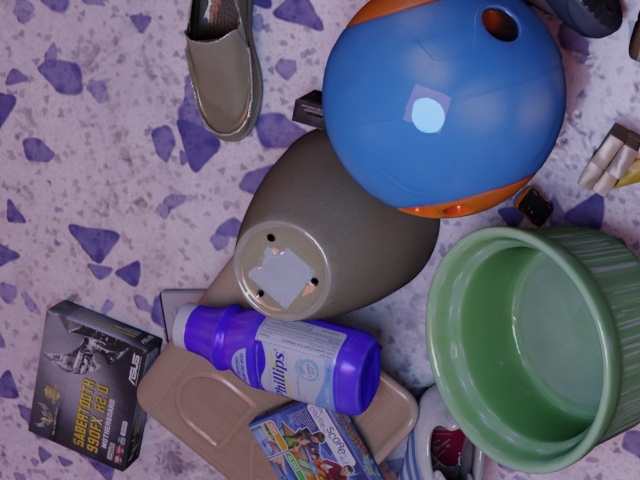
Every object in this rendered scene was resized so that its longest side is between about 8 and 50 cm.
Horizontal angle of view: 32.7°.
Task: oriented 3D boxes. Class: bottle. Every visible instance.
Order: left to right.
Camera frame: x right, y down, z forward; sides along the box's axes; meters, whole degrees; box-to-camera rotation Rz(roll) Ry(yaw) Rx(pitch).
[{"bbox_3d":[-0.062,0.147,1.465,0.283,0.092,0.118,14,131,20],"label":"bottle"}]

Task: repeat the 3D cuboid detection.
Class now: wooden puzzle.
[{"bbox_3d":[-0.065,0.227,1.600,0.348,0.080,0.322,41,119,5],"label":"wooden puzzle"}]

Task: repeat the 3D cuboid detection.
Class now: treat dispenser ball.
[{"bbox_3d":[0.146,-0.169,1.300,0.288,0.288,0.288,6,109,19],"label":"treat dispenser ball"}]

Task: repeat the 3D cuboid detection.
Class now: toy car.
[{"bbox_3d":[0.287,-0.082,1.426,0.040,0.060,0.122,32,102,56],"label":"toy car"}]

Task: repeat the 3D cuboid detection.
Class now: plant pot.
[{"bbox_3d":[0.000,0.000,1.417,0.256,0.274,0.256,6,109,18],"label":"plant pot"}]

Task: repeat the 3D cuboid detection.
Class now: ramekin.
[{"bbox_3d":[0.284,0.123,1.356,0.303,0.148,0.303,17,112,51],"label":"ramekin"}]

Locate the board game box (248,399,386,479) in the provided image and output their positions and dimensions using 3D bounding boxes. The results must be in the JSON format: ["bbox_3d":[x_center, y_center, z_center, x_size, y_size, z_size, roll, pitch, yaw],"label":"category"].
[{"bbox_3d":[0.004,0.316,1.535,0.136,0.035,0.201,-26,97,29],"label":"board game box"}]

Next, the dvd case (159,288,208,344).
[{"bbox_3d":[-0.116,0.160,1.649,0.253,0.022,0.180,-2,106,21],"label":"dvd case"}]

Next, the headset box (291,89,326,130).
[{"bbox_3d":[0.003,-0.173,1.466,0.062,0.083,0.032,17,112,16],"label":"headset box"}]

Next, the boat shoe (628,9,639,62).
[{"bbox_3d":[0.444,-0.315,1.253,0.095,0.095,0.257,23,113,6],"label":"boat shoe"}]

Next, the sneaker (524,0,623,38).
[{"bbox_3d":[0.225,-0.345,1.331,0.319,0.112,0.131,48,133,4],"label":"sneaker"}]

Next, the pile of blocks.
[{"bbox_3d":[0.482,-0.106,1.293,0.362,0.112,0.149,-21,98,25],"label":"pile of blocks"}]

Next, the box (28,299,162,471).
[{"bbox_3d":[-0.362,0.232,1.745,0.183,0.056,0.231,20,112,13],"label":"box"}]

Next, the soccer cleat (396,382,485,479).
[{"bbox_3d":[0.161,0.361,1.529,0.116,0.143,0.331,2,109,-10],"label":"soccer cleat"}]

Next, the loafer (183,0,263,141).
[{"bbox_3d":[-0.141,-0.263,1.486,0.102,0.092,0.268,3,108,20],"label":"loafer"}]
